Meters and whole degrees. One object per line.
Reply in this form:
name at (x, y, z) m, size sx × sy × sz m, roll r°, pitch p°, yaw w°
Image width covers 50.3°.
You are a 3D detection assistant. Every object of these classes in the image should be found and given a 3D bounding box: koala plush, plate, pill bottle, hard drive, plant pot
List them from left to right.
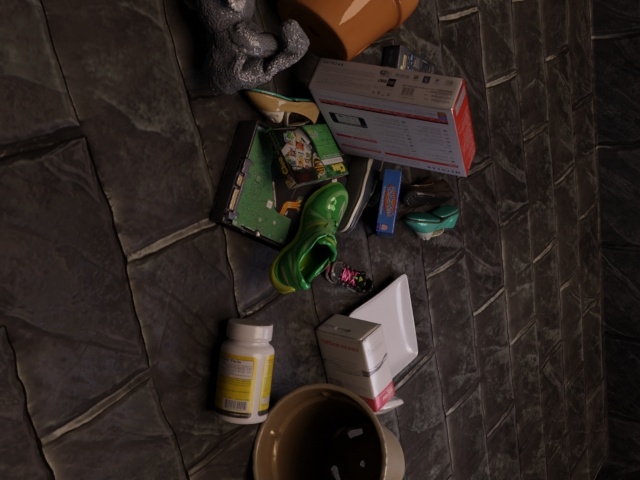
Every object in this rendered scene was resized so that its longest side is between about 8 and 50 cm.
koala plush at (-0.172, -0.421, 1.318) m, size 0.203 × 0.196 × 0.221 m, roll -45°, pitch 132°, yaw -24°
pill bottle at (-0.163, 0.280, 1.478) m, size 0.119 × 0.119 × 0.209 m, roll 6°, pitch 91°, yaw -50°
hard drive at (-0.084, -0.098, 1.558) m, size 0.339 × 0.064 × 0.237 m, roll 26°, pitch 76°, yaw -49°
plant pot at (0.041, -0.530, 1.502) m, size 0.203 × 0.291 × 0.291 m, roll -53°, pitch 134°, yaw -8°
plant pot at (0.055, 0.533, 1.651) m, size 0.305 × 0.333 × 0.334 m, roll 36°, pitch 68°, yaw -58°
plate at (0.171, 0.268, 1.925) m, size 0.277 × 0.045 × 0.278 m, roll -31°, pitch 118°, yaw -42°

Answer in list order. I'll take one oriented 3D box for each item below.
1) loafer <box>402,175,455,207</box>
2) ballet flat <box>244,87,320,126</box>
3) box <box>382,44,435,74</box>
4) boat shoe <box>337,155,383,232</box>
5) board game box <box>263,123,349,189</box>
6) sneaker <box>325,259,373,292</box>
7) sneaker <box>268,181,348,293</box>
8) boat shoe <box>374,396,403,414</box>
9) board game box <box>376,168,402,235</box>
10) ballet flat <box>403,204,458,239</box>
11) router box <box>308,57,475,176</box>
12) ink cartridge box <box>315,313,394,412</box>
loafer at (0.310, -0.148, 2.019) m, size 0.220 × 0.080 × 0.078 m, roll -4°, pitch 66°, yaw -48°
ballet flat at (-0.080, -0.293, 1.527) m, size 0.232 × 0.080 × 0.073 m, roll -4°, pitch 109°, yaw -49°
box at (0.234, -0.402, 1.892) m, size 0.183 × 0.059 × 0.233 m, roll 7°, pitch 91°, yaw -50°
boat shoe at (0.104, -0.126, 1.757) m, size 0.079 × 0.095 × 0.255 m, roll 32°, pitch 61°, yaw -35°
board game box at (-0.026, -0.193, 1.528) m, size 0.259 × 0.030 × 0.136 m, roll -20°, pitch 84°, yaw -61°
sneaker at (0.080, 0.095, 1.770) m, size 0.170 × 0.074 × 0.063 m, roll 32°, pitch 72°, yaw -47°
sneaker at (0.000, 0.000, 1.527) m, size 0.109 × 0.123 × 0.295 m, roll 50°, pitch 58°, yaw -40°
boat shoe at (0.155, 0.438, 1.857) m, size 0.184 × 0.066 × 0.063 m, roll 1°, pitch 57°, yaw -43°
board game box at (0.181, -0.093, 1.801) m, size 0.210 × 0.047 × 0.160 m, roll 26°, pitch 73°, yaw -84°
ballet flat at (0.335, -0.046, 2.050) m, size 0.247 × 0.083 × 0.087 m, roll -14°, pitch 120°, yaw -46°
router box at (0.172, -0.278, 1.570) m, size 0.082 × 0.335 × 0.301 m, roll -69°, pitch 157°, yaw -16°
ink cartridge box at (0.089, 0.311, 1.747) m, size 0.092 × 0.158 × 0.218 m, roll -35°, pitch 121°, yaw -40°
